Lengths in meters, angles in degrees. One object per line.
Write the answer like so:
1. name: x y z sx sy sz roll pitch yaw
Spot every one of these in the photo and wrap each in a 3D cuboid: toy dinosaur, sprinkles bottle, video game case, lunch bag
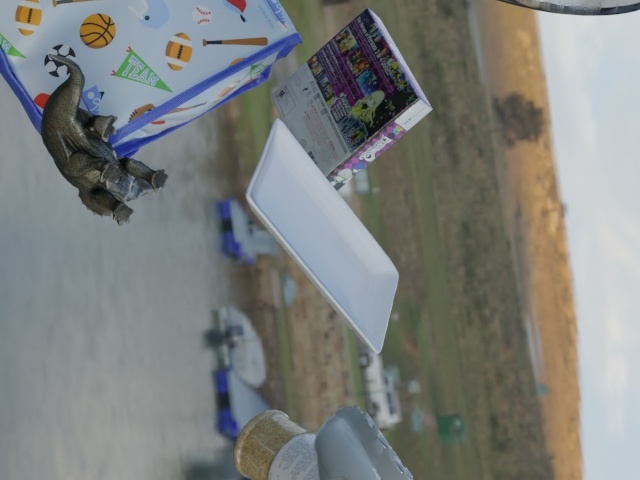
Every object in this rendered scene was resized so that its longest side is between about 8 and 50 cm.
1. toy dinosaur: -0.303 -0.112 1.591 0.121 0.160 0.313 -58 140 -17
2. sprinkles bottle: 0.021 0.381 1.847 0.355 0.121 0.121 27 -41 40
3. video game case: 0.040 -0.207 1.825 0.042 0.210 0.232 32 25 -42
4. lunch bag: -0.286 -0.310 1.790 0.328 0.385 0.239 56 -23 1

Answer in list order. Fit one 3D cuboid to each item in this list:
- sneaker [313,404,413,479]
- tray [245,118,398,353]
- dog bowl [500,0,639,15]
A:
1. sneaker: 0.034 0.183 0.642 0.090 0.095 0.235 51 5 -39
2. tray: 0.000 0.000 1.425 0.270 0.030 0.145 51 35 -28
3. dog bowl: 0.248 -0.436 1.461 0.408 0.408 0.150 -96 -163 -50
